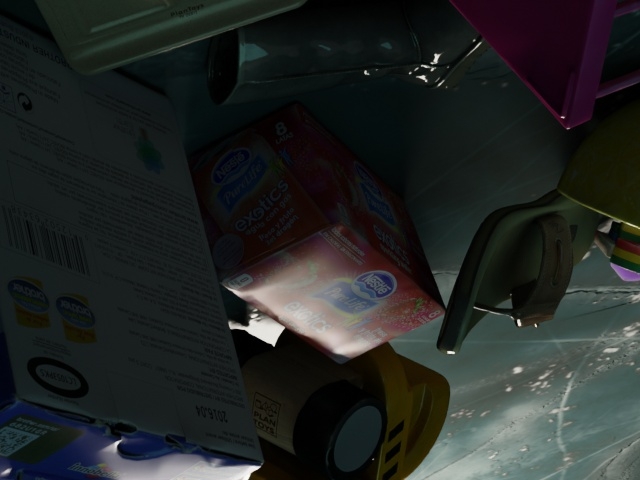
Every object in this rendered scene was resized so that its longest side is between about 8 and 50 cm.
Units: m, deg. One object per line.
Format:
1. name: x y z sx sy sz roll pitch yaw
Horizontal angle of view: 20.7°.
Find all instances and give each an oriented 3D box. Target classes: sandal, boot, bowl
1. sandal: 0.205 0.025 1.655 0.302 0.086 0.120 -28 141 -50
2. boot: 0.029 -0.169 1.350 0.208 0.076 0.190 1 145 -20
3. bowl: 0.376 -0.071 1.590 0.289 0.289 0.156 12 100 -44

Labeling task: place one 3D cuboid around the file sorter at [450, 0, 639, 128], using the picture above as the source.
1. file sorter: 0.184 -0.261 1.053 0.182 0.202 0.291 -23 144 -21

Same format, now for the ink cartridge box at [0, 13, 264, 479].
1. ink cartridge box: -0.198 0.050 1.246 0.151 0.395 0.270 -32 149 24

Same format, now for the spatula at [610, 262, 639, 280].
1. spatula: 0.458 -0.019 1.906 0.296 0.030 0.084 -27 149 16

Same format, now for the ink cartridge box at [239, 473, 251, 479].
1. ink cartridge box: -0.196 0.166 1.578 0.166 0.285 0.395 -9 152 -18

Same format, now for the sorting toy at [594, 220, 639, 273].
1. sorting toy: 0.345 0.007 1.731 0.132 0.046 0.274 18 -173 2

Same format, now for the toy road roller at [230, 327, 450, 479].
1. toy road roller: 0.008 0.236 1.840 0.240 0.202 0.330 -15 120 -46

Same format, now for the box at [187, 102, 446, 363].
1. box: 0.000 0.000 1.562 0.122 0.128 0.257 -27 151 14

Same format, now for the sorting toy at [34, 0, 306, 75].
1. sorting toy: -0.114 -0.212 1.215 0.193 0.038 0.208 -18 148 0
